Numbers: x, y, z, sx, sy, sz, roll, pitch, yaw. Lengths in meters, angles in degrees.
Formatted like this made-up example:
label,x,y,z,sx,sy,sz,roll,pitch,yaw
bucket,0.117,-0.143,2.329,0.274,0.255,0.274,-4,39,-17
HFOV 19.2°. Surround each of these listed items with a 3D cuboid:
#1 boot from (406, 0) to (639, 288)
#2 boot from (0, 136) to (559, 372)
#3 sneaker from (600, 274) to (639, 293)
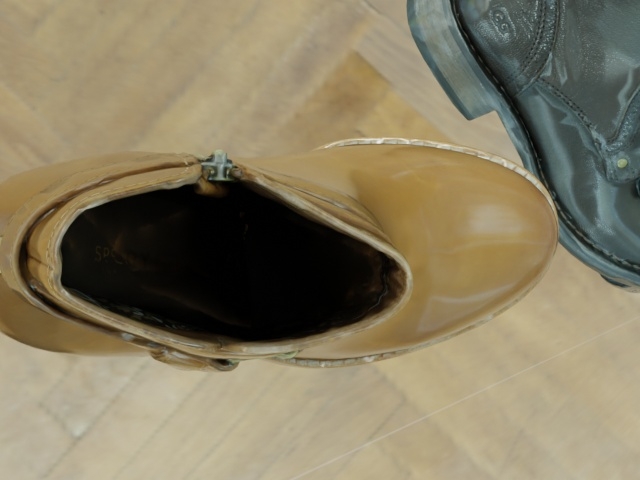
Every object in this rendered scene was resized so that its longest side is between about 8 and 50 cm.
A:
label,x,y,z,sx,sy,sz,roll,pitch,yaw
boot,0.192,-0.092,0.944,0.229,0.091,0.263,-24,124,39
boot,0.000,0.000,0.756,0.284,0.220,0.109,4,88,-18
sneaker,0.222,-0.071,1.158,0.087,0.130,0.227,27,104,22
